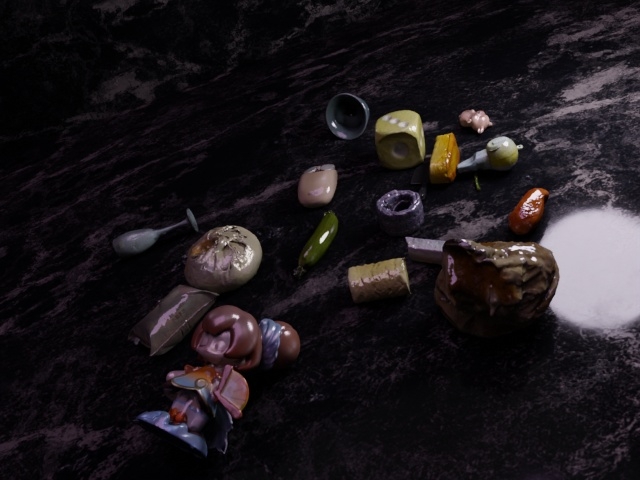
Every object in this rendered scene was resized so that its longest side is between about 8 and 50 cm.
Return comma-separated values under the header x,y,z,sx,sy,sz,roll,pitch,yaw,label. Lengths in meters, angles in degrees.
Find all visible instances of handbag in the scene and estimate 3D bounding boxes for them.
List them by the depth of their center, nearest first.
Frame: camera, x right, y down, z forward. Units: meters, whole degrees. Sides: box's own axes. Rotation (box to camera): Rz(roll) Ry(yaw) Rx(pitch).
x,y,z,sx,sy,sz,roll,pitch,yaw,label
-0.454,0.232,1.605,0.182,0.117,0.270,11,46,45,handbag

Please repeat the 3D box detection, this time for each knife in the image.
x,y,z,sx,sy,sz,roll,pitch,yaw,label
0.361,-0.217,1.893,0.072,0.019,0.245,-3,36,24,knife

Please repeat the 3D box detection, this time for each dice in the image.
x,y,z,sx,sy,sz,roll,pitch,yaw,label
0.303,-0.381,1.994,0.166,0.169,0.170,-5,39,18,dice

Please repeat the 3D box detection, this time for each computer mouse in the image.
x,y,z,sx,sy,sz,roll,pitch,yaw,label
-0.011,-0.215,1.997,0.145,0.082,0.237,-6,40,18,computer mouse

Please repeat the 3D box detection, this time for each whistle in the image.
x,y,z,sx,sy,sz,roll,pitch,yaw,label
0.583,-0.276,1.806,0.222,0.123,0.123,-21,35,19,whistle

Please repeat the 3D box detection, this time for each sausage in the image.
x,y,z,sx,sy,sz,roll,pitch,yaw,label
0.620,-0.092,1.561,0.089,0.089,0.179,17,52,38,sausage

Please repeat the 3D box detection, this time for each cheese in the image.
x,y,z,sx,sy,sz,roll,pitch,yaw,label
0.166,0.112,1.495,0.167,0.094,0.123,-11,39,11,cheese

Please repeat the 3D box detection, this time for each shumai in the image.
x,y,z,sx,sy,sz,roll,pitch,yaw,label
0.414,0.065,1.261,0.313,0.262,0.267,-25,53,8,shumai

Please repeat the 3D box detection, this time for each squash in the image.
x,y,z,sx,sy,sz,roll,pitch,yaw,label
0.001,-0.001,1.732,0.071,0.080,0.319,30,50,-1,squash

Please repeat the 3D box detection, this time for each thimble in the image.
x,y,z,sx,sy,sz,roll,pitch,yaw,label
0.257,-0.089,1.706,0.149,0.098,0.150,-11,38,9,thimble

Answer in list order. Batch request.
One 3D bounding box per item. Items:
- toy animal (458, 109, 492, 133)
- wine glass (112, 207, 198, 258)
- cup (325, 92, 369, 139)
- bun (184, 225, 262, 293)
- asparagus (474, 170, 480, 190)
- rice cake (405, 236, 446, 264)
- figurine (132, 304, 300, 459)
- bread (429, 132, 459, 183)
x,y,z,sx,sy,sz,roll,pitch,yaw,label
0.603,-0.471,2.063,0.083,0.089,0.150,-46,43,-1,toy animal
-0.637,-0.048,1.932,0.309,0.264,0.096,-21,73,-3,wine glass
0.142,-0.555,2.303,0.198,0.199,0.150,5,26,29,cup
-0.334,0.046,1.755,0.286,0.146,0.287,-12,35,9,bun
0.536,-0.206,1.802,0.015,0.014,0.114,19,41,-7,asparagus
0.402,0.046,1.493,0.364,0.073,0.056,10,48,33,rice cake
-0.247,0.331,1.312,0.276,0.248,0.388,8,54,27,figurine
0.444,-0.296,1.883,0.094,0.102,0.246,-2,39,22,bread
